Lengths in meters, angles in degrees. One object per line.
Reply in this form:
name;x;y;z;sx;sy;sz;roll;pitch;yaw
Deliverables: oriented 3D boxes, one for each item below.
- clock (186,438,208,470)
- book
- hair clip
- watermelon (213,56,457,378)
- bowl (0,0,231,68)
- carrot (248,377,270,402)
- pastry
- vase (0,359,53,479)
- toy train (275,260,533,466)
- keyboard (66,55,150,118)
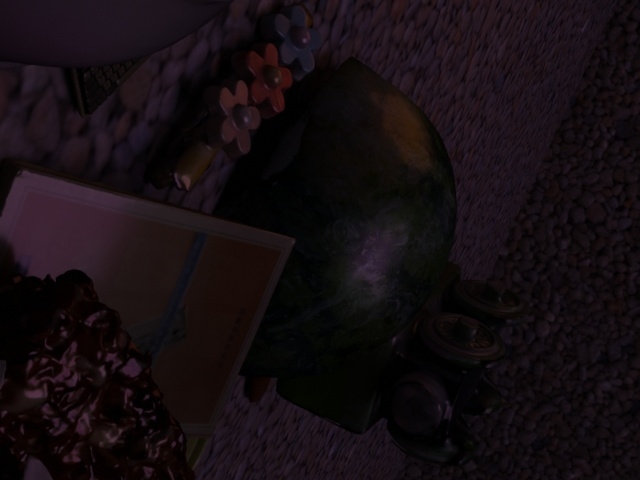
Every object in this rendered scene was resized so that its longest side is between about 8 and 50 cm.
clock;-0.151;0.170;0.760;0.232;0.069;0.170;-67;162;7
book;-0.127;0.053;0.616;0.242;0.018;0.170;14;102;-50
hair clip;-0.051;-0.112;0.694;0.214;0.056;0.062;-53;127;-30
watermelon;0.000;0.000;0.871;0.224;0.180;0.305;40;76;-26
bowl;-0.077;-0.192;0.365;0.287;0.144;0.287;-53;158;-32
carrot;-0.054;0.108;1.010;0.048;0.048;0.216;-46;160;-44
pastry;-0.140;0.104;0.526;0.097;0.115;0.208;-37;138;-23
vase;-0.178;0.221;0.412;0.250;0.250;0.445;-47;142;-43
toy train;0.107;0.125;1.138;0.307;0.249;0.173;-32;141;-60
keyboard;-0.106;-0.130;0.570;0.129;0.015;0.049;-54;160;-31
